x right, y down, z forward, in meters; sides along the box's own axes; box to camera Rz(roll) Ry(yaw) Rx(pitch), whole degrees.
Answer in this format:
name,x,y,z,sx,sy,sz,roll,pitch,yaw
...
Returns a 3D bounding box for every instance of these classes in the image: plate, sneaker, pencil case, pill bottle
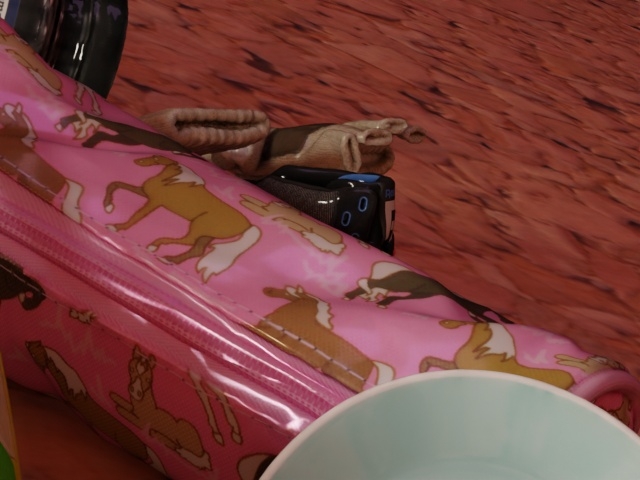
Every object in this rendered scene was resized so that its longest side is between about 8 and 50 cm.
name,x,y,z,sx,sy,sz,roll,pitch,yaw
plate,0.054,0.139,0.668,0.188,0.188,0.024,21,-18,-3
sneaker,0.038,0.033,1.006,0.217,0.121,0.079,26,18,12
pencil case,-0.048,0.039,0.829,0.386,0.160,0.167,29,42,21
pill bottle,-0.240,-0.145,1.207,0.219,0.123,0.123,15,19,-22

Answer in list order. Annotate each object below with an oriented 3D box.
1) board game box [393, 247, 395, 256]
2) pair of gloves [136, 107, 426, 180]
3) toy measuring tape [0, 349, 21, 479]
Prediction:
name,x,y,z,sx,sy,sz,roll,pitch,yaw
board game box,0.000,0.000,1.211,0.168,0.033,0.133,10,21,-33
pair of gloves,-0.072,-0.048,1.114,0.204,0.042,0.240,-3,0,39
toy measuring tape,-0.175,0.043,0.675,0.121,0.121,0.330,13,35,-27
